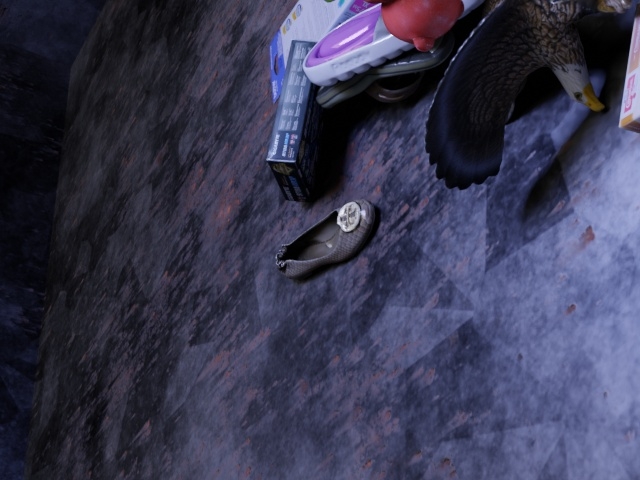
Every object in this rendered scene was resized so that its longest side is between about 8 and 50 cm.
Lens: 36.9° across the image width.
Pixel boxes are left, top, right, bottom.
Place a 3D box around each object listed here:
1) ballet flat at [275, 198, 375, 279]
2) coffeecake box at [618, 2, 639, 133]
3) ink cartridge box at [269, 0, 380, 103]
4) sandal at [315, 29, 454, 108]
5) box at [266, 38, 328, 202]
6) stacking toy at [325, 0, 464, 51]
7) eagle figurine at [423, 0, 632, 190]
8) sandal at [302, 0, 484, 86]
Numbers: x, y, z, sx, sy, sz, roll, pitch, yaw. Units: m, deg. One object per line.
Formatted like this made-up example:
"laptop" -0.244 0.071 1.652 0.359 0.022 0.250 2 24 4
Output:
"ballet flat" 0.000 0.000 1.511 0.250 0.058 0.084 -32 47 51
"coffeecake box" 0.363 -0.189 0.897 0.185 0.068 0.142 139 145 -74
"ink cartridge box" 0.008 -0.403 1.752 0.311 0.065 0.186 -46 36 35
"sandal" 0.105 -0.258 1.455 0.303 0.086 0.120 -12 40 58
"box" -0.031 -0.195 1.598 0.175 0.051 0.220 67 -148 -70
"stacking toy" 0.146 -0.368 1.226 0.309 0.130 0.279 -45 18 -12
"eagle figurine" 0.230 -0.218 1.091 0.298 0.226 0.225 -35 62 43
"sandal" 0.125 -0.348 1.331 0.416 0.102 0.169 -30 30 28
